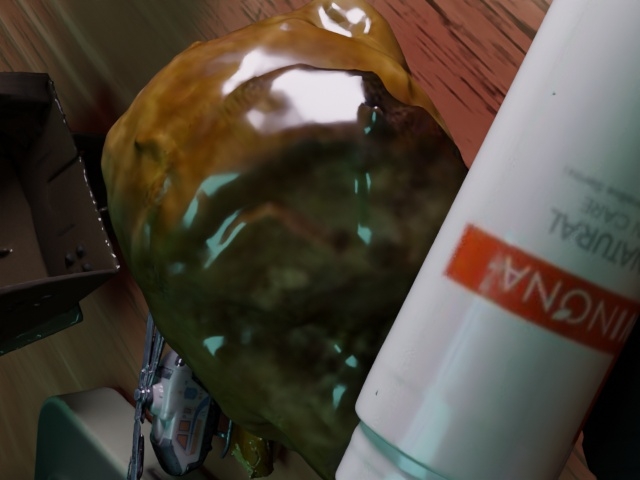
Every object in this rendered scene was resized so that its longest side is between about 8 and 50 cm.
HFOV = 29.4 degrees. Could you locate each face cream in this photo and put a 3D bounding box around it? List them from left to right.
[{"bbox_3d":[0.096,0.022,0.559,0.102,0.102,0.345,30,99,45],"label":"face cream"}]

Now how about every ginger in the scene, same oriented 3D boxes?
[{"bbox_3d":[-0.003,0.003,0.706,0.269,0.200,0.223,58,-175,-26],"label":"ginger"}]

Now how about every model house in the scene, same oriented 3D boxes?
[{"bbox_3d":[-0.294,-0.003,1.063,0.243,0.204,0.211,-34,72,40],"label":"model house"}]

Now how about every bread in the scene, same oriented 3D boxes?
[{"bbox_3d":[-0.047,0.133,0.923,0.047,0.036,0.083,39,129,51],"label":"bread"}]

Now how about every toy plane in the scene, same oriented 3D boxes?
[{"bbox_3d":[-0.108,0.108,0.965,0.053,0.078,0.197,8,89,54],"label":"toy plane"}]

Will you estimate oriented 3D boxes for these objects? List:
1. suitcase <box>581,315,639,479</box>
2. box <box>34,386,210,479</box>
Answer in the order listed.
[{"bbox_3d":[0.239,0.096,0.518,0.285,0.066,0.206,-24,79,52],"label":"suitcase"},{"bbox_3d":[-0.153,0.361,1.067,0.373,0.090,0.367,33,123,45],"label":"box"}]
